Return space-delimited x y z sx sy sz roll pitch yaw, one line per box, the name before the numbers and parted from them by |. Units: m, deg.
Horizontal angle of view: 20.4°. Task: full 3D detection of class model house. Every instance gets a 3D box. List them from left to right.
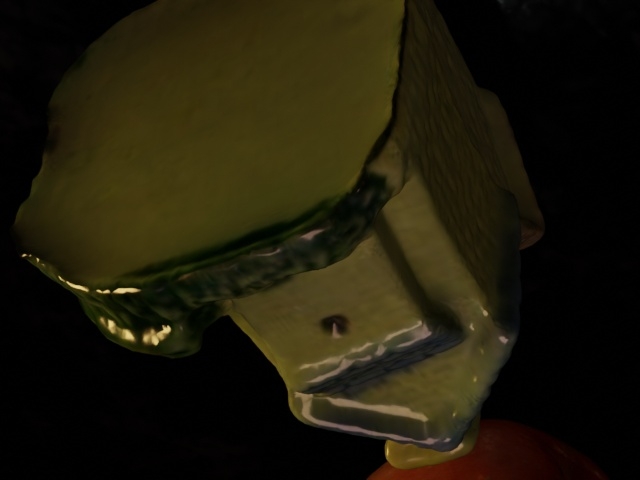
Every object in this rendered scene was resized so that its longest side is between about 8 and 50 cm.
model house | 0.000 0.000 0.785 0.195 0.214 0.189 -27 127 21

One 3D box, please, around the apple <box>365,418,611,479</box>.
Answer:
apple | 0.090 0.188 0.972 0.168 0.181 0.181 -33 124 17
